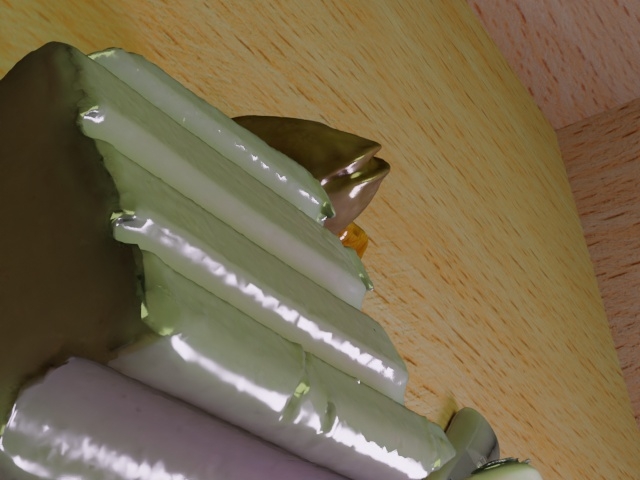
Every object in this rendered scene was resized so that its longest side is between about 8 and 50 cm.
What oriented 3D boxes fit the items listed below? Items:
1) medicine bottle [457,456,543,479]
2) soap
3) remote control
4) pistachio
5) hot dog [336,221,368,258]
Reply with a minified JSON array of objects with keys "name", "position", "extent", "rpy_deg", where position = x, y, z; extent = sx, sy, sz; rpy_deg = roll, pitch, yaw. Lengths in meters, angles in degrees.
[{"name":"medicine bottle","position":[0.235,0.465,1.662],"extent":[0.213,0.213,0.378],"rpy_deg":[29,33,-62]},{"name":"soap","position":[-0.122,0.055,1.128],"extent":[0.435,0.213,0.350],"rpy_deg":[35,26,-54]},{"name":"remote control","position":[0.216,0.338,2.065],"extent":[0.109,0.055,0.313],"rpy_deg":[66,20,-6]},{"name":"pistachio","position":[-0.043,-0.059,1.486],"extent":[0.213,0.260,0.163],"rpy_deg":[-53,130,-58]},{"name":"hot dog","position":[0.000,0.000,1.798],"extent":[0.249,0.076,0.102],"rpy_deg":[32,68,-70]}]
